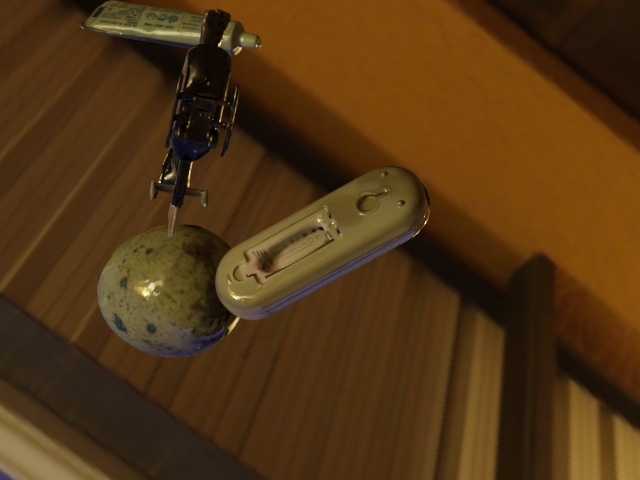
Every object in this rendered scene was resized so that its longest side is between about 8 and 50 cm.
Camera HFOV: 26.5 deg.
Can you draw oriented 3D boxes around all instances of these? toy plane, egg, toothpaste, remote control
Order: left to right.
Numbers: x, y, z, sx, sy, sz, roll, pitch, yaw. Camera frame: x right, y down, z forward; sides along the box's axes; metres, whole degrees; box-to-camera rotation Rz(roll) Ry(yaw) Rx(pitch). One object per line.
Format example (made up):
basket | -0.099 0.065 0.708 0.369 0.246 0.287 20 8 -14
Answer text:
egg | -0.159 0.053 1.428 0.141 0.181 0.141 5 -97 -48
toothpaste | -0.207 -0.299 1.909 0.268 0.069 0.047 13 164 19
toy plane | -0.105 -0.088 1.129 0.053 0.197 0.078 9 -156 -13
remote control | 0.000 0.000 1.281 0.078 0.221 0.042 63 -176 35
